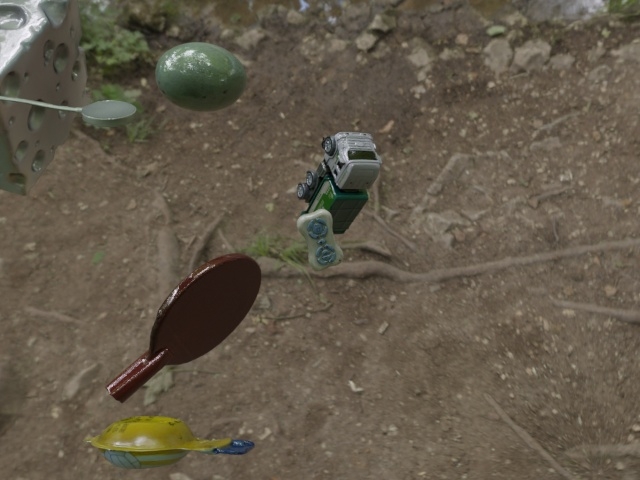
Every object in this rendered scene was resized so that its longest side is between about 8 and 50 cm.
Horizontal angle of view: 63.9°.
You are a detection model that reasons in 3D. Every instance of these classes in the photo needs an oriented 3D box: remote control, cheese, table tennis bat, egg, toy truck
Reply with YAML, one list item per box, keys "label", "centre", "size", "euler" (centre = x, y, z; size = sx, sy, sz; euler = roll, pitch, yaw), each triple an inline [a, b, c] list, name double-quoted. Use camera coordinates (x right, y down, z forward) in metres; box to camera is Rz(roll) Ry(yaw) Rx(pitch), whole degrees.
- label: "remote control"
  centre: [0.000, 0.000, 1.038]
  size: [0.074, 0.122, 0.032]
  euler: [-21, 17, -7]
- label: "cheese"
  centre: [-0.244, 0.326, 0.830]
  size: [0.270, 0.177, 0.069]
  euler: [0, 77, 7]
- label: "table tennis bat"
  centre: [-0.286, 0.190, 1.132]
  size: [0.051, 0.268, 0.415]
  euler: [35, 66, 28]
- label: "egg"
  centre: [-0.297, -0.411, 1.300]
  size: [0.169, 0.236, 0.169]
  euler: [12, 106, 47]
- label: "toy truck"
  centre: [0.035, -0.111, 1.091]
  size: [0.253, 0.114, 0.124]
  euler: [-56, 46, 50]

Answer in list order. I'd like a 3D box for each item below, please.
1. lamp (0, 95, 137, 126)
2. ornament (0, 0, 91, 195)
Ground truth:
- label: "lamp"
  centre: [-0.272, -0.141, 0.474]
  size: [0.198, 0.056, 0.050]
  euler: [7, 33, -4]
- label: "ornament"
  centre: [-0.526, -0.256, 0.780]
  size: [0.239, 0.240, 0.240]
  euler: [18, 54, -7]
